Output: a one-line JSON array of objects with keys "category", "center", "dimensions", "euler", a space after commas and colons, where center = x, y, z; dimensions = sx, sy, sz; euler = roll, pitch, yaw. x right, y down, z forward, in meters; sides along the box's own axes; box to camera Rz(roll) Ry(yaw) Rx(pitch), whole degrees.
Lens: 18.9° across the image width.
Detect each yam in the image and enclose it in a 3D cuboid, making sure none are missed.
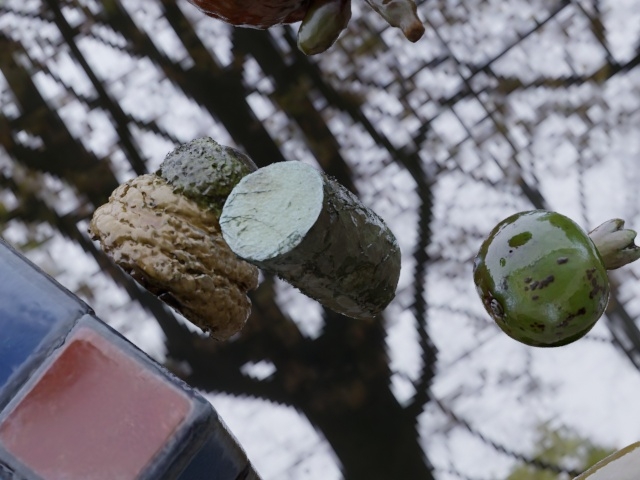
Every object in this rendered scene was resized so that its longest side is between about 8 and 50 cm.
[{"category": "yam", "center": [0.000, 0.000, 1.694], "dimensions": [0.107, 0.107, 0.183], "euler": [-39, -37, 13]}]

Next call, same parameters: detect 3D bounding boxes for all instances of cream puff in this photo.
[{"category": "cream puff", "center": [-0.108, -0.016, 1.854], "dimensions": [0.169, 0.183, 0.183], "euler": [-51, -24, -2]}]

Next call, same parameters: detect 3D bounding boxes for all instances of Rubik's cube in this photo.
[{"category": "Rubik's cube", "center": [-0.265, 0.226, 1.720], "dimensions": [0.318, 0.313, 0.316], "euler": [-50, -21, -12]}]

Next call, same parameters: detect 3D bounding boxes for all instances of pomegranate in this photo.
[{"category": "pomegranate", "center": [0.191, 0.022, 1.531], "dimensions": [0.142, 0.114, 0.114], "euler": [-26, -24, -23]}]

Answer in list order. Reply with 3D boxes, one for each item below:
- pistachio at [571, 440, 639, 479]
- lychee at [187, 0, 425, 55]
[{"category": "pistachio", "center": [0.320, 0.284, 1.880], "dimensions": [0.261, 0.162, 0.213], "euler": [-24, 3, -2]}, {"category": "lychee", "center": [-0.013, -0.268, 1.426], "dimensions": [0.255, 0.300, 0.255], "euler": [-31, 0, 0]}]
